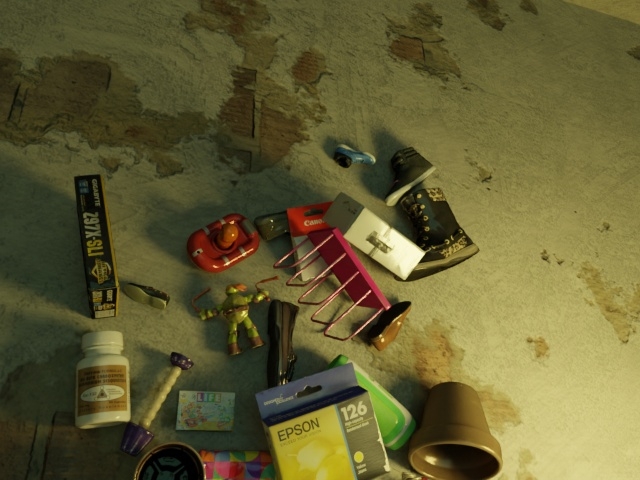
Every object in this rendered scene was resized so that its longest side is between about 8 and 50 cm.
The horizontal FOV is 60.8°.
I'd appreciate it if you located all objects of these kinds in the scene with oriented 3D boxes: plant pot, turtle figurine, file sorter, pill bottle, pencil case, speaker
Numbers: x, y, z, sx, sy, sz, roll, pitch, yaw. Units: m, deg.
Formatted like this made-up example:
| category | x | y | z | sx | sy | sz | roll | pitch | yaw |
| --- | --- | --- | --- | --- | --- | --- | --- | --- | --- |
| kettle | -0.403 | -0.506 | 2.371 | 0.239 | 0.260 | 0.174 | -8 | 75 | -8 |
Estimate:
| category | x | y | z | sx | sy | sz | roll | pitch | yaw |
| --- | --- | --- | --- | --- | --- | --- | --- | --- | --- |
| plant pot | 0.394 | 0.556 | 1.617 | 0.263 | 0.263 | 0.229 | 22 | 42 | -9 |
| turtle figurine | -0.229 | 0.212 | 1.595 | 0.269 | 0.087 | 0.217 | -15 | 77 | -11 |
| plant pot | -0.377 | 0.591 | 1.343 | 0.167 | 0.165 | 0.167 | 8 | 63 | -16 |
| file sorter | 0.024 | 0.135 | 1.631 | 0.182 | 0.202 | 0.291 | -39 | 102 | -20 |
| pill bottle | -0.560 | 0.356 | 1.404 | 0.131 | 0.131 | 0.229 | -1 | 67 | -20 |
| pencil case | -0.212 | 0.605 | 1.438 | 0.236 | 0.104 | 0.104 | 9 | 64 | -15 |
| speaker | 0.135 | 0.474 | 1.605 | 0.296 | 0.131 | 0.131 | 42 | 60 | 2 |

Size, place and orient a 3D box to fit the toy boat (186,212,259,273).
| category | x | y | z | sx | sy | sz | roll | pitch | yaw |
| --- | --- | --- | --- | --- | --- | --- | --- | --- | --- |
| toy boat | -0.291 | -0.004 | 1.654 | 0.231 | 0.151 | 0.151 | -31 | 80 | -29 |

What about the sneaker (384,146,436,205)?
| category | x | y | z | sx | sy | sz | roll | pitch | yaw |
| --- | --- | --- | --- | --- | --- | --- | --- | --- | --- |
| sneaker | 0.292 | -0.241 | 2.006 | 0.147 | 0.104 | 0.296 | 46 | 54 | 7 |

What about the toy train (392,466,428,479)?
| category | x | y | z | sx | sy | sz | roll | pitch | yaw |
| --- | --- | --- | --- | --- | --- | --- | --- | --- | --- |
| toy train | 0.293 | 0.758 | 1.556 | 0.248 | 0.105 | 0.143 | 23 | 74 | -9 |

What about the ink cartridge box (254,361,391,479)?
| category | x | y | z | sx | sy | sz | roll | pitch | yaw |
| --- | --- | --- | --- | --- | --- | --- | --- | --- | --- |
| ink cartridge box | 0.010 | 0.514 | 1.450 | 0.303 | 0.072 | 0.307 | -13 | 82 | -24 |

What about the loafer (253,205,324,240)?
| category | x | y | z | sx | sy | sz | roll | pitch | yaw |
| --- | --- | --- | --- | --- | --- | --- | --- | --- | --- |
| loafer | -0.098 | -0.057 | 1.796 | 0.251 | 0.094 | 0.087 | -13 | 102 | -23 |

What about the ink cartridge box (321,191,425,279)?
| category | x | y | z | sx | sy | sz | roll | pitch | yaw |
| --- | --- | --- | --- | --- | --- | --- | --- | --- | --- |
| ink cartridge box | 0.161 | -0.017 | 1.701 | 0.273 | 0.197 | 0.114 | 35 | 94 | -26 |

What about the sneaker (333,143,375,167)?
| category | x | y | z | sx | sy | sz | roll | pitch | yaw |
| --- | --- | --- | --- | --- | --- | --- | --- | --- | --- |
| sneaker | 0.121 | -0.290 | 1.985 | 0.152 | 0.058 | 0.084 | 21 | 55 | -5 |

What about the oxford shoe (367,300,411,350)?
| category | x | y | z | sx | sy | sz | roll | pitch | yaw |
| --- | --- | --- | --- | --- | --- | --- | --- | --- | --- |
| oxford shoe | 0.233 | 0.276 | 1.776 | 0.212 | 0.076 | 0.076 | -41 | 115 | -32 |

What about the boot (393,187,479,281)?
| category | x | y | z | sx | sy | sz | roll | pitch | yaw |
| --- | --- | --- | --- | --- | --- | --- | --- | --- | --- |
| boot | 0.358 | -0.025 | 1.906 | 0.377 | 0.138 | 0.284 | -16 | 74 | -29 |

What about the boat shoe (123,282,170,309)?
| category | x | y | z | sx | sy | sz | roll | pitch | yaw |
| --- | --- | --- | --- | --- | --- | --- | --- | --- | --- |
| boat shoe | -0.500 | 0.155 | 1.571 | 0.133 | 0.049 | 0.042 | 23 | 33 | -1 |

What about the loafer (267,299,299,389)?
| category | x | y | z | sx | sy | sz | roll | pitch | yaw |
| --- | --- | --- | --- | --- | --- | --- | --- | --- | --- |
| loafer | -0.101 | 0.320 | 1.606 | 0.095 | 0.109 | 0.302 | 8 | 61 | -21 |

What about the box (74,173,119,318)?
| category | x | y | z | sx | sy | sz | roll | pitch | yaw |
| --- | --- | --- | --- | --- | --- | --- | --- | --- | --- |
| box | -0.603 | 0.022 | 1.469 | 0.079 | 0.257 | 0.322 | -8 | 69 | -22 |

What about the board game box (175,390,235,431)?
| category | x | y | z | sx | sy | sz | roll | pitch | yaw |
| --- | --- | --- | --- | --- | --- | --- | --- | --- | --- |
| board game box | -0.316 | 0.470 | 1.500 | 0.154 | 0.026 | 0.103 | 7 | 64 | -17 |

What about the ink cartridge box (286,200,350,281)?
| category | x | y | z | sx | sy | sz | roll | pitch | yaw |
| --- | --- | --- | --- | --- | --- | --- | --- | --- | --- |
| ink cartridge box | 0.000 | 0.000 | 1.762 | 0.189 | 0.066 | 0.232 | -12 | 101 | -24 |

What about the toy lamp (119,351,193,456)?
| category | x | y | z | sx | sy | sz | roll | pitch | yaw |
| --- | --- | --- | --- | --- | --- | --- | --- | --- | --- |
| toy lamp | -0.435 | 0.431 | 1.446 | 0.080 | 0.080 | 0.275 | 28 | 61 | -6 |
